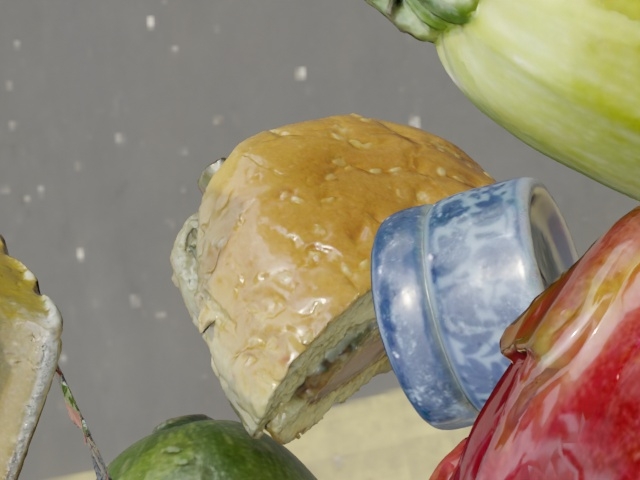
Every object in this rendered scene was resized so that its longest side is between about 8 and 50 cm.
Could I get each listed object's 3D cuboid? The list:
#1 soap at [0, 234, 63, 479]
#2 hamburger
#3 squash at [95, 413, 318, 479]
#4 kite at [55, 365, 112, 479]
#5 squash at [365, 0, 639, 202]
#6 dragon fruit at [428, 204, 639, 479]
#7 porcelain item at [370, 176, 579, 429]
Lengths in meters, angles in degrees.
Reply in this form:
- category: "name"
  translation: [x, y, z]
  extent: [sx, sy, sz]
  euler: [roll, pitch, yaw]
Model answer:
- category: "soap"
  translation: [-0.222, 0.113, 0.764]
  extent: [0.160, 0.080, 0.257]
  euler: [40, 117, 45]
- category: "hamburger"
  translation: [-0.002, 0.000, 1.182]
  extent: [0.209, 0.330, 0.162]
  euler: [38, 136, 18]
- category: "squash"
  translation: [-0.072, 0.294, 1.151]
  extent: [0.310, 0.310, 0.309]
  euler: [125, 154, -46]
- category: "kite"
  translation: [-0.160, 0.069, 0.882]
  extent: [0.183, 0.014, 0.241]
  euler: [42, 153, 62]
- category: "squash"
  translation: [0.126, -0.048, 0.499]
  extent: [0.137, 0.287, 0.137]
  euler: [-169, 90, -68]
- category: "dragon fruit"
  translation: [0.147, 0.091, 0.338]
  extent: [0.315, 0.250, 0.250]
  euler: [46, 132, 45]
- category: "porcelain item"
  translation: [0.102, 0.042, 0.957]
  extent: [0.114, 0.147, 0.147]
  euler: [-17, 78, 19]
